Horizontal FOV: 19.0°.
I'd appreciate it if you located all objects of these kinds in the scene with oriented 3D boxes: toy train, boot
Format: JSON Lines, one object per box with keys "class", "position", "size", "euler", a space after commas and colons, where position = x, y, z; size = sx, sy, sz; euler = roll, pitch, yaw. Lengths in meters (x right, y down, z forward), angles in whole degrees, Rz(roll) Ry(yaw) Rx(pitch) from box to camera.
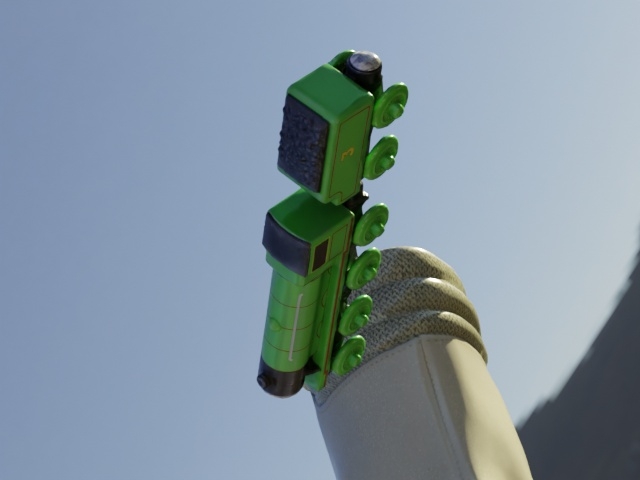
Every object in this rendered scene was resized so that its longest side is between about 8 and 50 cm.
{"class": "toy train", "position": [0.000, 0.000, 0.357], "size": [0.023, 0.017, 0.083], "euler": [-35, -31, -35]}
{"class": "boot", "position": [0.041, 0.111, 0.699], "size": [0.077, 0.165, 0.213], "euler": [-15, -26, -10]}
